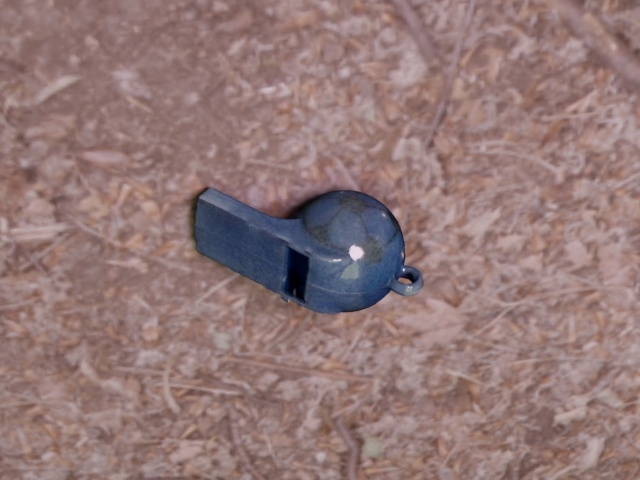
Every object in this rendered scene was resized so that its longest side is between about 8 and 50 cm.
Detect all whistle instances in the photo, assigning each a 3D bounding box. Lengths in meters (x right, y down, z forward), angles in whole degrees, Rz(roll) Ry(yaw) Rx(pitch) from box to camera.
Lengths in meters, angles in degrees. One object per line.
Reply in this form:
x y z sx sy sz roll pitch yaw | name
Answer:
0.000 0.000 0.894 0.158 0.090 0.090 27 129 21 | whistle
